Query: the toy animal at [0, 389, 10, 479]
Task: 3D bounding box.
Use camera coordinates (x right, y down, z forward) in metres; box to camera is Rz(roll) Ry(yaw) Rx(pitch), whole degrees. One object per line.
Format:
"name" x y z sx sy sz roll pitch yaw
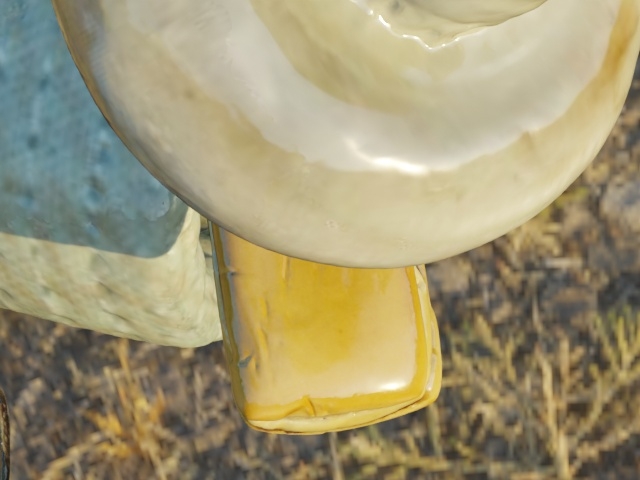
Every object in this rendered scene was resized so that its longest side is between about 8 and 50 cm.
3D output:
"toy animal" -0.219 0.229 1.275 0.160 0.197 0.273 -22 81 -30

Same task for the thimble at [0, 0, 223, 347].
"thimble" -0.117 -0.078 1.273 0.195 0.291 0.291 15 53 18

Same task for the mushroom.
"mushroom" 0.030 -0.114 0.649 0.243 0.243 0.244 -4 49 5

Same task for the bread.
"bread" 0.000 0.000 0.996 0.115 0.077 0.200 -6 72 -5
